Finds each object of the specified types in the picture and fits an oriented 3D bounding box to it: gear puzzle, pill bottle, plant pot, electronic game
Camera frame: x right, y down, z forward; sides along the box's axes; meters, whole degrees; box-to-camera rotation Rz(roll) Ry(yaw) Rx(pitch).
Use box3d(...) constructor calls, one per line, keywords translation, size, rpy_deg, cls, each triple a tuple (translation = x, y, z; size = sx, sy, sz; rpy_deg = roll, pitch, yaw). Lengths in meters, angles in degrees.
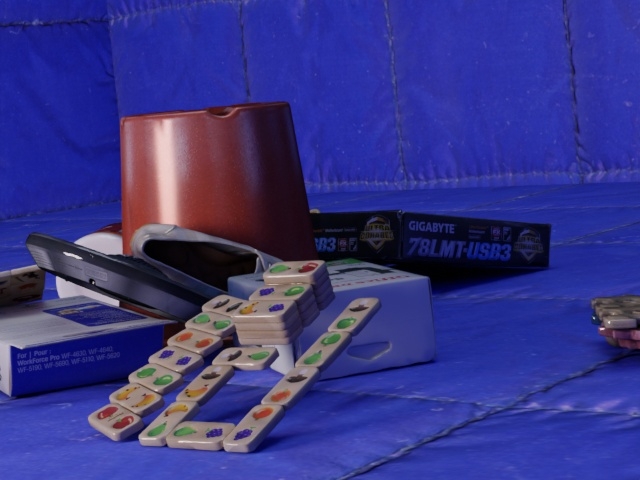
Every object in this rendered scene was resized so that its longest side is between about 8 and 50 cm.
box3d(translation=(0.426, 0.078, 1.405), size=(0.339, 0.044, 0.175), rpy_deg=(-2, 5, 5), cls="gear puzzle")
box3d(translation=(-0.265, 0.039, 1.979), size=(0.121, 0.121, 0.221), rpy_deg=(-5, 6, 4), cls="pill bottle")
box3d(translation=(-0.122, -0.026, 1.776), size=(0.273, 0.265, 0.272), rpy_deg=(-5, 6, 1), cls="plant pot")
box3d(translation=(-0.192, 0.041, 1.537), size=(0.229, 0.048, 0.229), rpy_deg=(20, -6, 2), cls="electronic game")

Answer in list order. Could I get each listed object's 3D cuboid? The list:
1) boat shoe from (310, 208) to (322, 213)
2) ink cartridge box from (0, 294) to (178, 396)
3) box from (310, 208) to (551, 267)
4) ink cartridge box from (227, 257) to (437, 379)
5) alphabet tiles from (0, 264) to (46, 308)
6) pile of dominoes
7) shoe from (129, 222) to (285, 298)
box3d(translation=(0.005, 0.000, 2.226), size=(0.257, 0.095, 0.095), rpy_deg=(-10, 8, -39), cls="boat shoe")
box3d(translation=(-0.277, 0.110, 1.589), size=(0.165, 0.065, 0.333), rpy_deg=(-8, 5, -24), cls="ink cartridge box")
box3d(translation=(0.110, 0.000, 2.058), size=(0.296, 0.073, 0.293), rpy_deg=(2, -3, -41), cls="box")
box3d(translation=(0.008, 0.077, 1.527), size=(0.153, 0.086, 0.208), rpy_deg=(-8, 7, -20), cls="ink cartridge box")
box3d(translation=(-0.423, 0.069, 1.663), size=(0.237, 0.009, 0.198), rpy_deg=(-12, -17, -17), cls="alphabet tiles")
box3d(translation=(-0.080, 0.093, 1.298), size=(0.196, 0.040, 0.251), rpy_deg=(-2, 26, 33), cls="pile of dominoes")
box3d(translation=(-0.101, 0.039, 1.626), size=(0.219, 0.076, 0.058), rpy_deg=(20, -7, -11), cls="shoe")
